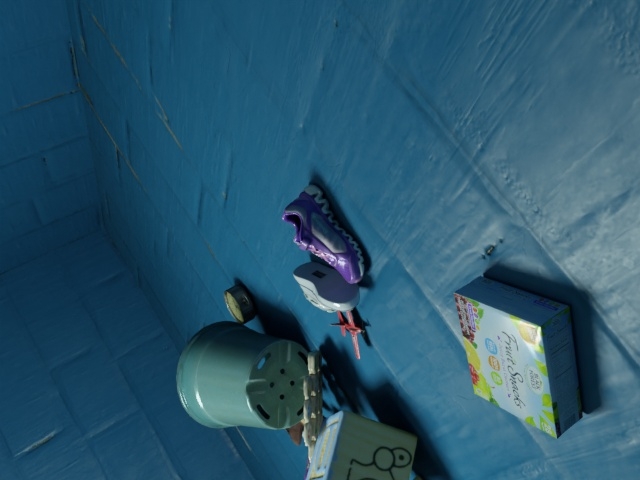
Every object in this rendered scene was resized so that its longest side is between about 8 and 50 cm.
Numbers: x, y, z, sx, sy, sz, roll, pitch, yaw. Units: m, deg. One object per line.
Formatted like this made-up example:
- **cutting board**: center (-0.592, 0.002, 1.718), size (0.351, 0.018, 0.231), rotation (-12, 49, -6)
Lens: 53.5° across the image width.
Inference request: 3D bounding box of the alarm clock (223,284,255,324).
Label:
- **alarm clock**: center (-0.262, 0.209, 2.111), size (0.129, 0.064, 0.192), rotation (60, 157, 4)

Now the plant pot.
- **plant pot**: center (-0.204, 0.420, 1.922), size (0.334, 0.341, 0.341), rotation (-6, 110, 50)

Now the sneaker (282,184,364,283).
- **sneaker**: center (0.000, 0.000, 1.353), size (0.236, 0.104, 0.095), rotation (56, 153, 11)

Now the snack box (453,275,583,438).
- **snack box**: center (0.306, 0.176, 0.987), size (0.174, 0.070, 0.207), rotation (22, 135, 54)

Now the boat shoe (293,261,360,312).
- **boat shoe**: center (0.023, 0.120, 1.464), size (0.258, 0.095, 0.084), rotation (34, 149, 63)

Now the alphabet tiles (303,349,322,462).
- **alphabet tiles**: center (-0.012, 0.442, 1.710), size (0.278, 0.021, 0.284), rotation (41, -132, -79)

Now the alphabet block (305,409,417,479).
- **alphabet block**: center (0.094, 0.538, 1.527), size (0.197, 0.192, 0.193), rotation (22, 155, -7)

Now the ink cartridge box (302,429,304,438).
- **ink cartridge box**: center (0.020, 0.693, 2.085), size (0.224, 0.045, 0.223), rotation (62, 156, -3)

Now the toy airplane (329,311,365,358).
- **toy airplane**: center (0.069, 0.208, 1.518), size (0.151, 0.028, 0.151), rotation (38, 136, 48)

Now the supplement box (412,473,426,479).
- **supplement box**: center (0.241, 0.643, 1.568), size (0.083, 0.083, 0.056), rotation (44, 150, 34)

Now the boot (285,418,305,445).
- **boot**: center (-0.060, 0.576, 2.036), size (0.248, 0.090, 0.207), rotation (-132, 38, -58)

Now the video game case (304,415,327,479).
- **video game case**: center (0.037, 0.651, 1.822), size (0.210, 0.041, 0.232), rotation (16, 99, 53)
